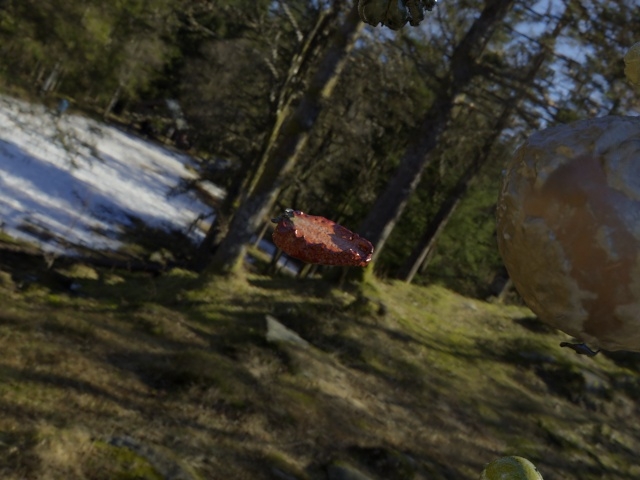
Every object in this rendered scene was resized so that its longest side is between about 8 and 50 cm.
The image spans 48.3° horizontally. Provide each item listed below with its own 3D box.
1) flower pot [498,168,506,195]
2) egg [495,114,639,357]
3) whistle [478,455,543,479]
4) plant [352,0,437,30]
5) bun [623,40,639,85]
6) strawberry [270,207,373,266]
[{"bbox_3d":[0.549,-0.069,1.692,0.244,0.308,0.307,-2,1,9],"label":"flower pot"},{"bbox_3d":[0.346,-0.008,0.833,0.310,0.279,0.279,38,3,-19],"label":"egg"},{"bbox_3d":[0.328,0.435,1.153,0.122,0.123,0.223,26,8,-31],"label":"whistle"},{"bbox_3d":[0.078,-0.282,0.728,0.092,0.095,0.143,3,-27,1],"label":"plant"},{"bbox_3d":[0.585,-0.324,1.311,0.054,0.086,0.086,14,-4,36],"label":"bun"},{"bbox_3d":[-0.001,0.003,1.015,0.152,0.048,0.104,27,28,7],"label":"strawberry"}]
